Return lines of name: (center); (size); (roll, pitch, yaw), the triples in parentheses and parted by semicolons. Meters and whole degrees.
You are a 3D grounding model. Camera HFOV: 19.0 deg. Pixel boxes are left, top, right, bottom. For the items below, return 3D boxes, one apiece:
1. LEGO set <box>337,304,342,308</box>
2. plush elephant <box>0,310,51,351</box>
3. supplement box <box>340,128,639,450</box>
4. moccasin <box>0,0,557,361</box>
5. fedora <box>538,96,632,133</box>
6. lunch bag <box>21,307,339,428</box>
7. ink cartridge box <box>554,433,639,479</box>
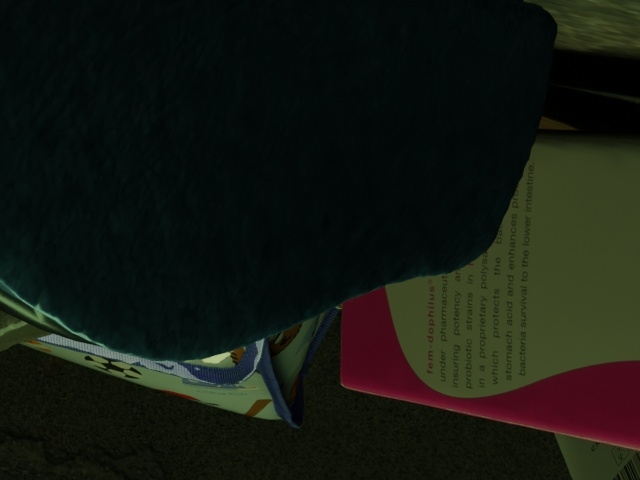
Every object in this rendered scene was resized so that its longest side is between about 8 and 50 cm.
LEGO set: (0.000, 0.000, 1.151); (0.287, 0.132, 0.107); (9, -153, 17)
plush elephant: (-0.304, -0.040, 1.119); (0.330, 0.255, 0.272); (-31, 151, 20)
supplement box: (0.117, 0.014, 0.736); (0.114, 0.111, 0.220); (-3, -173, -41)
moccasin: (-0.044, -0.037, 0.464); (0.116, 0.138, 0.342); (20, -179, 21)
fedora: (0.143, 0.004, 0.905); (0.194, 0.079, 0.194); (30, 177, 2)
lunch bag: (-0.152, -0.023, 1.421); (0.327, 0.239, 0.385); (16, 163, 9)
ink cartridge box: (0.318, 0.121, 1.350); (0.309, 0.130, 0.272); (15, -144, -28)
